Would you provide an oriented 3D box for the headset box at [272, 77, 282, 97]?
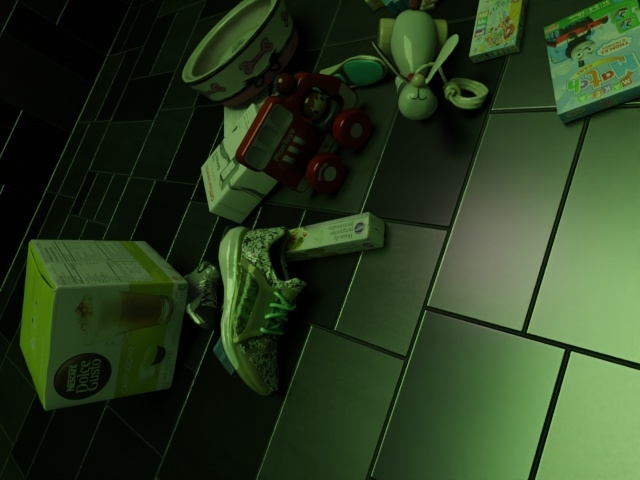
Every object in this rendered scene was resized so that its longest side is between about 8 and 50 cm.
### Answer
[{"bbox_3d":[-0.109,-0.440,1.560,0.032,0.062,0.083,-19,58,37],"label":"headset box"}]

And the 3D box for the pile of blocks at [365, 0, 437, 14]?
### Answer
[{"bbox_3d":[0.231,-0.665,1.314,0.362,0.113,0.148,-1,69,44],"label":"pile of blocks"}]

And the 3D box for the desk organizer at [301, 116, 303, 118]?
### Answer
[{"bbox_3d":[-0.049,-0.335,1.457,0.047,0.050,0.130,-168,86,-79],"label":"desk organizer"}]

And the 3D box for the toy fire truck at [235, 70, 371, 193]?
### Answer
[{"bbox_3d":[-0.040,-0.270,1.267,0.169,0.254,0.302,33,94,47],"label":"toy fire truck"}]

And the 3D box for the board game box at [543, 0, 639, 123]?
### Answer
[{"bbox_3d":[0.501,-0.333,0.942,0.160,0.039,0.211,-17,60,37],"label":"board game box"}]

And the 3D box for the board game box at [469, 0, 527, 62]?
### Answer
[{"bbox_3d":[0.386,-0.468,1.129,0.104,0.026,0.154,-2,69,44],"label":"board game box"}]

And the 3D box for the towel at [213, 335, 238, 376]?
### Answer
[{"bbox_3d":[-0.228,0.288,1.329,0.119,0.029,0.067,37,97,48],"label":"towel"}]

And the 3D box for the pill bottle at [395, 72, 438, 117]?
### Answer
[{"bbox_3d":[0.215,-0.336,1.195,0.067,0.067,0.120,-40,48,22],"label":"pill bottle"}]

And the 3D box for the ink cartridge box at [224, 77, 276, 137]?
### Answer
[{"bbox_3d":[-0.213,-0.432,1.670,0.225,0.056,0.180,-23,55,26],"label":"ink cartridge box"}]

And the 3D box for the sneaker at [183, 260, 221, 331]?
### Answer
[{"bbox_3d":[-0.311,0.135,1.448,0.132,0.086,0.228,-48,44,12],"label":"sneaker"}]

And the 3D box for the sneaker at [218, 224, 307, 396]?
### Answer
[{"bbox_3d":[-0.119,0.143,1.189,0.182,0.158,0.409,-15,76,23],"label":"sneaker"}]

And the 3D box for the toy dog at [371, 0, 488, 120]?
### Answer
[{"bbox_3d":[0.209,-0.416,1.112,0.220,0.160,0.333,-15,50,-9],"label":"toy dog"}]

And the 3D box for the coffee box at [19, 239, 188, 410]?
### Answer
[{"bbox_3d":[-0.609,0.208,1.443,0.338,0.335,0.337,30,112,47],"label":"coffee box"}]

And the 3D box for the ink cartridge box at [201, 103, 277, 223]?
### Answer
[{"bbox_3d":[-0.211,-0.215,1.487,0.273,0.115,0.198,-44,45,26],"label":"ink cartridge box"}]

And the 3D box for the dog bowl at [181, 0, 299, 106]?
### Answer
[{"bbox_3d":[-0.241,-0.596,1.649,0.408,0.150,0.407,-27,40,25],"label":"dog bowl"}]

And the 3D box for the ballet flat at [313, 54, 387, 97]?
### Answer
[{"bbox_3d":[0.081,-0.446,1.377,0.249,0.086,0.086,-3,68,44],"label":"ballet flat"}]

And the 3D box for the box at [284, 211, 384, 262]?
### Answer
[{"bbox_3d":[0.000,0.000,1.231,0.324,0.067,0.063,-10,64,39],"label":"box"}]
